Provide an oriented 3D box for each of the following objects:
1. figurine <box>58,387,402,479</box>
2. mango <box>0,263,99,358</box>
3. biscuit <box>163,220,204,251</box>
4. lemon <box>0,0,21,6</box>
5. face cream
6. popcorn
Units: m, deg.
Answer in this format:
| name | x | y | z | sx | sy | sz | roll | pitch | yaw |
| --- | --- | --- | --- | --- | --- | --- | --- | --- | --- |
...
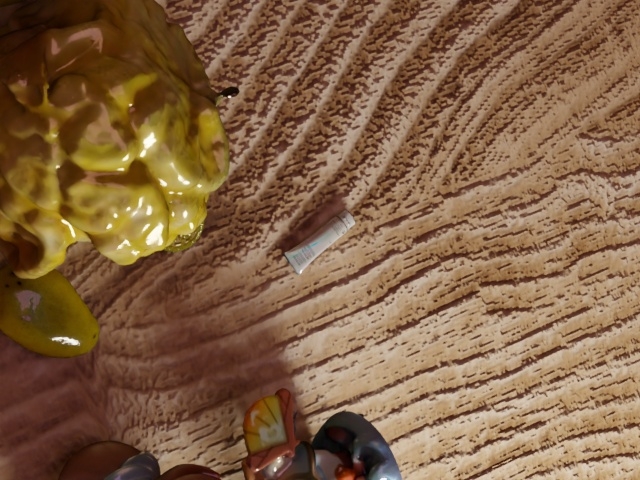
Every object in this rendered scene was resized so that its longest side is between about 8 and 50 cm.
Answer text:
| name | x | y | z | sx | sy | sz | roll | pitch | yaw |
| --- | --- | --- | --- | --- | --- | --- | --- | --- | --- |
| figurine | -0.116 | 0.351 | 1.768 | 0.388 | 0.248 | 0.277 | -18 | 95 | -33 |
| mango | -0.345 | 0.091 | 1.732 | 0.161 | 0.076 | 0.103 | 39 | 68 | -28 |
| biscuit | -0.195 | -0.026 | 1.827 | 0.084 | 0.023 | 0.084 | 0 | 90 | -23 |
| lemon | -0.391 | -0.434 | 1.562 | 0.348 | 0.348 | 0.348 | 0 | 90 | -25 |
| face cream | 0.000 | 0.000 | 1.918 | 0.115 | 0.020 | 0.038 | -40 | 106 | -18 |
| popcorn | -0.292 | -0.123 | 1.644 | 0.381 | 0.349 | 0.349 | -26 | 105 | 21 |
